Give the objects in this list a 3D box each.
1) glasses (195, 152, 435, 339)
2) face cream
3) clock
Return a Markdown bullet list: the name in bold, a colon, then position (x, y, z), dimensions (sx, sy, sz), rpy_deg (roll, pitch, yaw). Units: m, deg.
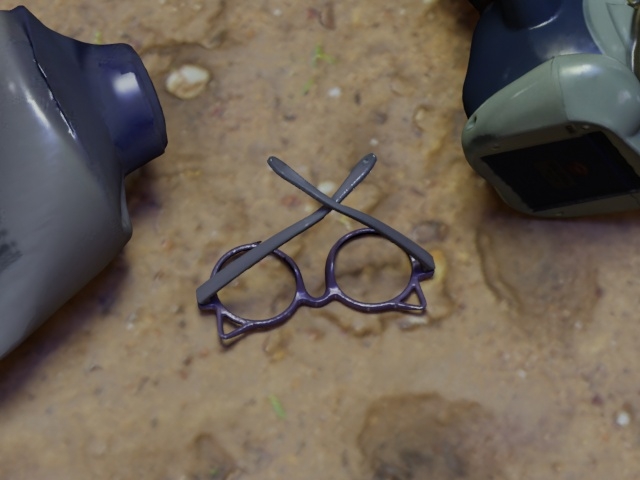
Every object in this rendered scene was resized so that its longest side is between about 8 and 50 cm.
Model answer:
- **glasses**: position (0.000, 0.000, 0.958), dimensions (0.140, 0.104, 0.062), rpy_deg (-6, 61, -8)
- **face cream**: position (-0.281, 0.007, 0.954), dimensions (0.420, 0.137, 0.235), rpy_deg (-27, 67, -5)
- **clock**: position (0.143, -0.149, 1.009), dimensions (0.146, 0.199, 0.243), rpy_deg (-15, 61, 32)
